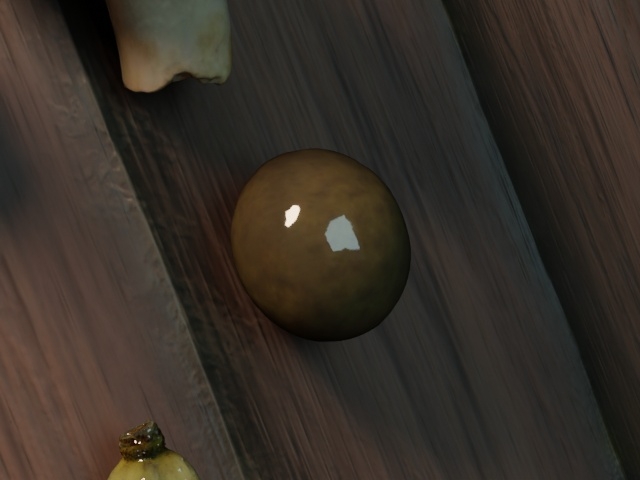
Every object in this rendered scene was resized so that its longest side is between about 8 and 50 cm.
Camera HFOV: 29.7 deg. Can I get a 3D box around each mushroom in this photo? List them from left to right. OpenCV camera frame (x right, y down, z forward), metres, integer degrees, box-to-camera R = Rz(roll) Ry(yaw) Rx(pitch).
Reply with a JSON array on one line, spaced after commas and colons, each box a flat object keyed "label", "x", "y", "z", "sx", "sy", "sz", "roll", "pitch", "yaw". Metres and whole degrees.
[{"label": "mushroom", "x": -0.162, "y": -0.266, "z": 1.013, "sx": 0.292, "sy": 0.292, "sz": 0.290, "roll": -25, "pitch": 122, "yaw": -42}]

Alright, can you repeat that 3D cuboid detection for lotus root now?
[{"label": "lotus root", "x": -0.133, "y": 0.236, "z": 0.972, "sx": 0.090, "sy": 0.077, "sz": 0.183, "roll": -5, "pitch": 83, "yaw": -48}]

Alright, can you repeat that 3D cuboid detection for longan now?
[{"label": "longan", "x": 0.000, "y": 0.000, "z": 1.113, "sx": 0.185, "sy": 0.159, "sz": 0.204, "roll": 60, "pitch": 8, "yaw": -30}]
